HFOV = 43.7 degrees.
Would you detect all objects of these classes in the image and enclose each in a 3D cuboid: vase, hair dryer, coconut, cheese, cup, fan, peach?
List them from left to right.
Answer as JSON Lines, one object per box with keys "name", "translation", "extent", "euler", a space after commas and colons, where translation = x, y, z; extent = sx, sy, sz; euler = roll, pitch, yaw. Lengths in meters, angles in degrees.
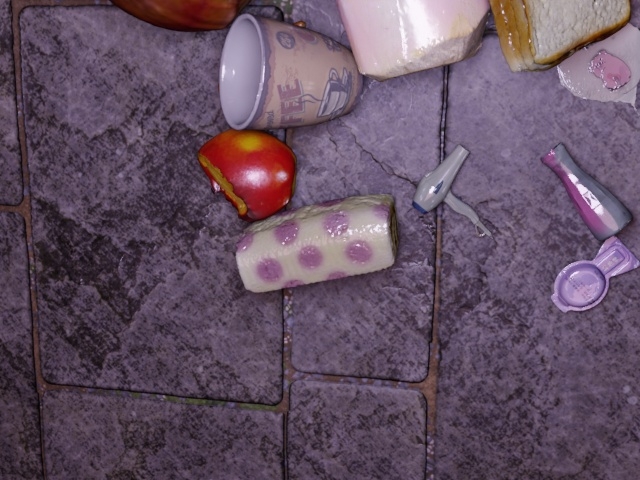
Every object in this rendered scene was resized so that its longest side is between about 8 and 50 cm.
{"name": "peach", "translation": [-0.166, -0.143, 1.732], "extent": [0.226, 0.190, 0.196], "euler": [7, 106, 4]}
{"name": "cup", "translation": [-0.071, -0.320, 1.665], "extent": [0.257, 0.301, 0.227], "euler": [3, 78, -29]}
{"name": "coconut", "translation": [0.176, -0.484, 1.552], "extent": [0.298, 0.297, 0.309], "euler": [-12, 101, 14]}
{"name": "hair dryer", "translation": [0.313, -0.109, 1.716], "extent": [0.199, 0.067, 0.167], "euler": [22, 100, -4]}
{"name": "vase", "translation": [0.545, -0.105, 1.651], "extent": [0.086, 0.086, 0.214], "euler": [-40, 87, 16]}
{"name": "cheese", "translation": [0.578, 0.079, 1.699], "extent": [0.191, 0.042, 0.105], "euler": [-41, 92, 16]}
{"name": "fan", "translation": [0.613, -0.312, 1.627], "extent": [0.182, 0.010, 0.310], "euler": [-35, 92, 16]}

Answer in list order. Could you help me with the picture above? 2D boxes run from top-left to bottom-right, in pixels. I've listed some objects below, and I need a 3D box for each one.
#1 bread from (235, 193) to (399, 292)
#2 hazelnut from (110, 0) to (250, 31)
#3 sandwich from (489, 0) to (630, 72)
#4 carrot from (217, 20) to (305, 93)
{"name": "bread", "translation": [0.000, 0.000, 1.728], "extent": [0.339, 0.187, 0.155], "euler": [-10, 106, 14]}
{"name": "hazelnut", "translation": [-0.278, -0.621, 1.558], "extent": [0.421, 0.421, 0.352], "euler": [-33, 49, 16]}
{"name": "sandwich", "translation": [0.444, -0.480, 1.498], "extent": [0.301, 0.099, 0.271], "euler": [-30, 114, -24]}
{"name": "carrot", "translation": [-0.131, -0.400, 1.750], "extent": [0.248, 0.043, 0.043], "euler": [-37, 92, 14]}
